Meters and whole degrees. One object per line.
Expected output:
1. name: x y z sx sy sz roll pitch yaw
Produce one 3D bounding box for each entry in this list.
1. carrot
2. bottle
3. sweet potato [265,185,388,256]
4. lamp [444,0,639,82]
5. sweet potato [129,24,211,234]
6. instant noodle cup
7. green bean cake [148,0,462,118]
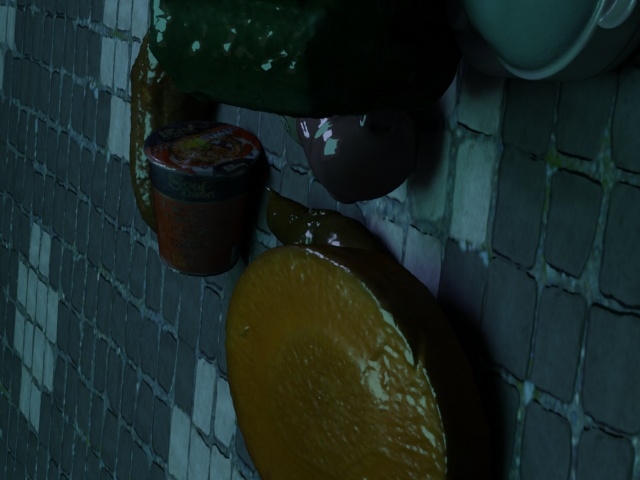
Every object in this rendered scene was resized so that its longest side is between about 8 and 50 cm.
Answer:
1. carrot: 0.036 0.132 1.501 0.307 0.100 0.258 35 128 48
2. bottle: 0.013 -0.140 1.583 0.120 0.120 0.253 112 153 -43
3. sweet potato: 0.000 0.000 1.687 0.274 0.067 0.067 -148 62 -63
4. lamp: 0.143 -0.190 1.250 0.246 0.108 0.179 147 126 -67
5. sweet potato: -0.164 -0.166 2.119 0.114 0.092 0.341 28 117 40
6. instant noodle cup: -0.125 -0.041 1.975 0.127 0.127 0.135 -121 29 -56
7. green bean cake: 0.013 -0.243 1.341 0.308 0.169 0.300 -14 -67 -69
